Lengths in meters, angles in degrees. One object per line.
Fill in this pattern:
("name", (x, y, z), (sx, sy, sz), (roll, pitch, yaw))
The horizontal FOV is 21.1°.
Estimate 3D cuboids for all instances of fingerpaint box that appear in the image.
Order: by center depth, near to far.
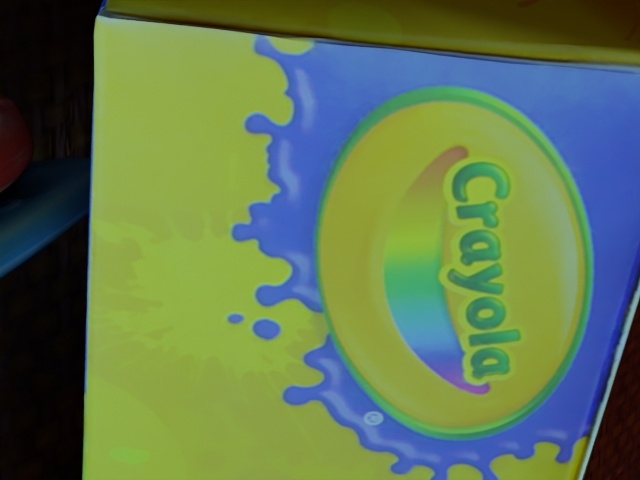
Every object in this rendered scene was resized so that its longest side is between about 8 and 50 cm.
("fingerpaint box", (0.000, 0.000, 0.688), (0.371, 0.163, 0.445), (-88, -176, -49))

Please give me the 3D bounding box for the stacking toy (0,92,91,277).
("stacking toy", (-0.205, -0.112, 0.591), (0.166, 0.175, 0.302), (-40, 121, -58))
